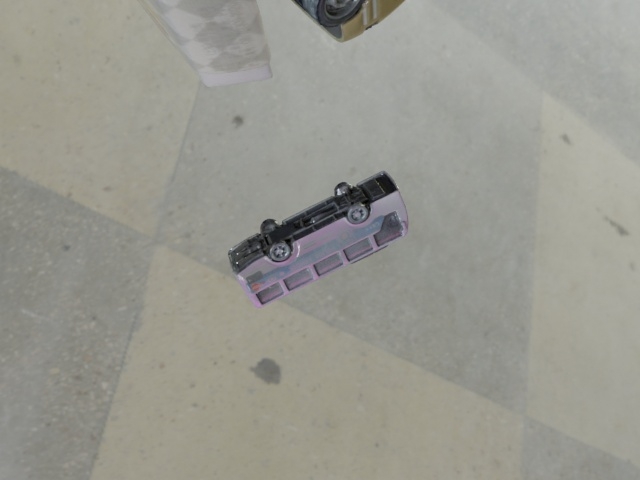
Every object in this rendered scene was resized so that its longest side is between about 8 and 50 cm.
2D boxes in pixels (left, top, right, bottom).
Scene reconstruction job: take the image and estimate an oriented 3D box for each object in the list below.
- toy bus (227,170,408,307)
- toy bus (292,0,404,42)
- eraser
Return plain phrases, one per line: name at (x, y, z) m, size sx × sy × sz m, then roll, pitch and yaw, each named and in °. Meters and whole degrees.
toy bus at (0.000, 0.000, 0.592) m, size 0.052 × 0.131 × 0.037 m, roll 64°, pitch -1°, yaw -34°
toy bus at (0.014, -0.341, 0.640) m, size 0.202 × 0.365 × 0.177 m, roll -36°, pitch 65°, yaw -12°
eraser at (-0.150, -0.271, 0.793) m, size 0.082 × 0.397 × 0.213 m, roll -38°, pitch 86°, yaw -2°
